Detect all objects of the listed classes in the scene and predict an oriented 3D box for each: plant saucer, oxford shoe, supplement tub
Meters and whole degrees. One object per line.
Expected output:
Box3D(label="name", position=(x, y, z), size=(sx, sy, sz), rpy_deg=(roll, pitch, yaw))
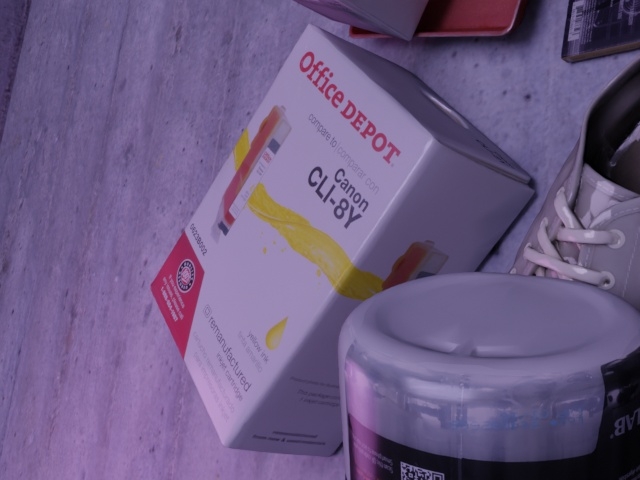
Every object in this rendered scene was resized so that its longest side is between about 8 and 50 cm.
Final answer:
Box3D(label="plant saucer", position=(0.164, -0.346, 0.922), size=(0.259, 0.047, 0.259), rpy_deg=(16, 89, 51))
Box3D(label="oxford shoe", position=(0.218, 0.025, 0.659), size=(0.169, 0.130, 0.449), rpy_deg=(46, 113, 43))
Box3D(label="supplement tub", position=(0.122, 0.207, 0.569), size=(0.207, 0.207, 0.338), rpy_deg=(16, 114, 50))

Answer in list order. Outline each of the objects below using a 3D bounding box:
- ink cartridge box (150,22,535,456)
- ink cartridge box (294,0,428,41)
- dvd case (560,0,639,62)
Box3D(label="ink cartridge box", position=(0.000, 0.000, 0.891), size=(0.385, 0.160, 0.279), rpy_deg=(-56, 42, 19))
Box3D(label="ink cartridge box", position=(0.044, -0.371, 0.901), size=(0.171, 0.168, 0.233), rpy_deg=(33, 101, 50))
Box3D(label="dvd case", position=(0.326, -0.256, 0.724), size=(0.221, 0.018, 0.165), rpy_deg=(-2, 74, 50))
